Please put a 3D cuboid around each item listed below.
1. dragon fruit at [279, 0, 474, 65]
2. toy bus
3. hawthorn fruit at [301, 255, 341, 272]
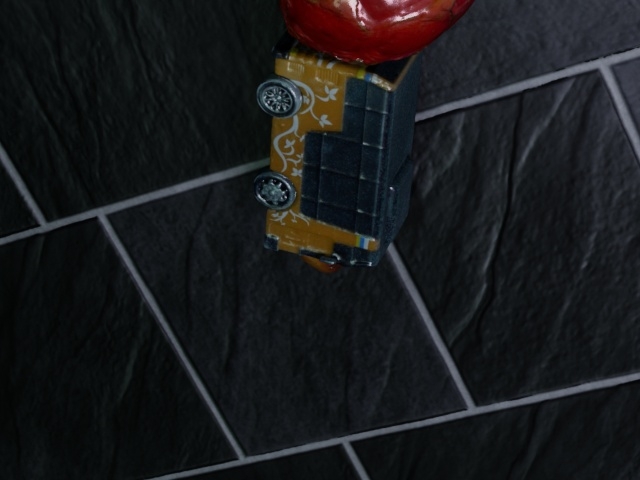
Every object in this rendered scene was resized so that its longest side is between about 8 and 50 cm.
[{"bbox_3d":[0.062,-0.300,1.903,0.252,0.241,0.241,-27,112,18],"label":"dragon fruit"},{"bbox_3d":[0.022,-0.113,2.088,0.167,0.138,0.275,15,128,13],"label":"toy bus"},{"bbox_3d":[0.006,0.001,2.219,0.077,0.077,0.077,9,125,12],"label":"hawthorn fruit"}]
